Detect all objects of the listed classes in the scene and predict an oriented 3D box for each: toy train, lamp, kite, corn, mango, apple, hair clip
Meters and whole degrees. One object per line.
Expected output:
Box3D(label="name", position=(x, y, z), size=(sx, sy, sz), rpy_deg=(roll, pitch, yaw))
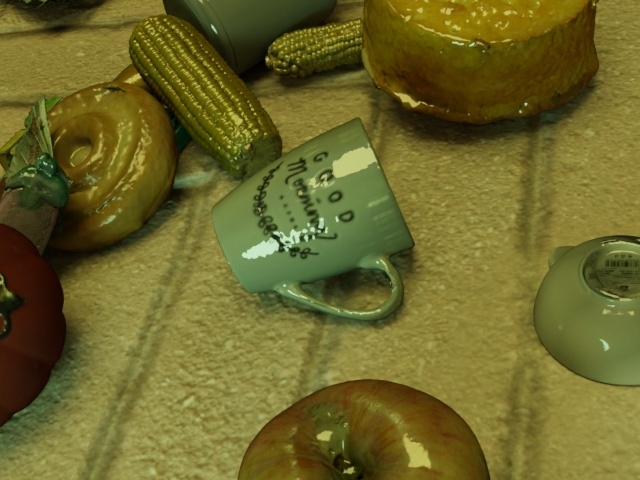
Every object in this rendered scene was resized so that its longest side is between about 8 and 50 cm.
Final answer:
Box3D(label="toy train", position=(-0.503, -0.189, 1.514), size=(0.081, 0.060, 0.202), rpy_deg=(-1, 41, 28))
Box3D(label="lamp", position=(-0.484, 0.108, 1.090), size=(0.303, 0.257, 0.303), rpy_deg=(3, 77, -12))
Box3D(label="kite", position=(-0.498, -0.074, 1.328), size=(0.314, 0.011, 0.335), rpy_deg=(30, 93, 33))
Box3D(label="corn", position=(-0.189, -0.235, 1.380), size=(0.131, 0.131, 0.344), rpy_deg=(-33, 64, -13))
Box3D(label="mango", position=(-0.316, -0.301, 1.549), size=(0.187, 0.066, 0.101), rpy_deg=(-33, 38, -24))
Box3D(label="apple", position=(0.045, 0.256, 0.826), size=(0.261, 0.194, 0.261), rpy_deg=(-10, 43, 10))
Box3D(label="corn", position=(0.046, -0.341, 1.470), size=(0.288, 0.086, 0.086), rpy_deg=(-11, 46, 4))
Box3D(label="hair clip", position=(-0.484, 0.025, 1.233), size=(0.358, 0.110, 0.095), rpy_deg=(-50, 55, 1))

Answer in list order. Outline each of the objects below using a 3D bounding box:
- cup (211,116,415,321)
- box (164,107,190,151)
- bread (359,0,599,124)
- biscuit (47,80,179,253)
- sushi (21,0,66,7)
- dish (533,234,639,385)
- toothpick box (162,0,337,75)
Box3D(label="cup", position=(0.000, 0.000, 1.119), size=(0.234, 0.186, 0.258), rpy_deg=(-26, 72, 6))
Box3D(label="box", position=(-0.345, -0.173, 1.466), size=(0.226, 0.042, 0.161), rpy_deg=(11, 53, 27))
Box3D(label="bread", position=(0.238, -0.359, 1.302), size=(0.398, 0.215, 0.398), rpy_deg=(-2, 59, 4))
Box3D(label="biscuit", position=(-0.367, -0.125, 1.345), size=(0.296, 0.102, 0.296), rpy_deg=(-10, 62, 19))
Box3D(label="sushi", position=(-0.551, -0.636, 1.953), size=(0.359, 0.064, 0.343), rpy_deg=(-42, 41, -16))
Box3D(label="dish", position=(0.358, 0.052, 0.989), size=(0.236, 0.086, 0.228), rpy_deg=(26, 60, 35))
Box3D(label="toothpick box", position=(-0.103, -0.451, 1.521), size=(0.316, 0.229, 0.229), rpy_deg=(-35, 47, -16))
